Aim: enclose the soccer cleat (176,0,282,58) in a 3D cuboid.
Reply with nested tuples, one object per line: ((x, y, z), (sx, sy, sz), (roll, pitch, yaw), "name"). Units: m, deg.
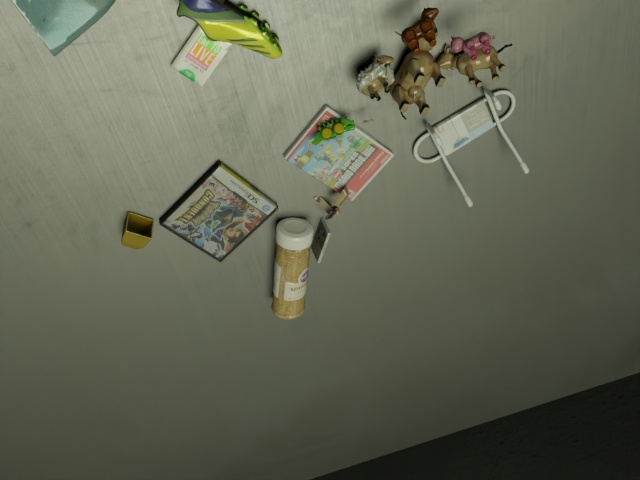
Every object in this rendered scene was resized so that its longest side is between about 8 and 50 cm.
((-0.223, -0.530, 1.521), (0.289, 0.093, 0.121), (25, 123, -37), "soccer cleat")

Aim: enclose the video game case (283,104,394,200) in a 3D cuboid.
((0.059, -0.259, 1.857), (0.285, 0.025, 0.204), (29, 115, -32), "video game case")

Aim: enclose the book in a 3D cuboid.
((-0.308, -0.483, 1.578), (0.096, 0.035, 0.144), (29, 116, -28), "book")

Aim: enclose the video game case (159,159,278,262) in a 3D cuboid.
((-0.311, -0.081, 1.883), (0.275, 0.035, 0.248), (-41, 127, 17), "video game case")

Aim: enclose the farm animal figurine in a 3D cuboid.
((0.301, -0.489, 1.669), (0.330, 0.172, 0.327), (16, 134, -35), "farm animal figurine")

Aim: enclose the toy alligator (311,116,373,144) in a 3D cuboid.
((0.056, -0.331, 1.754), (0.189, 0.056, 0.051), (-22, 89, 1), "toy alligator")

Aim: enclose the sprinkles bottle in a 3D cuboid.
((-0.097, 0.098, 2.028), (0.121, 0.121, 0.355), (-3, 128, -13), "sprinkles bottle")

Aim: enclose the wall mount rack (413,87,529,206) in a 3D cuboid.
((0.480, -0.289, 1.885), (0.350, 0.130, 0.304), (-31, 129, 10), "wall mount rack")

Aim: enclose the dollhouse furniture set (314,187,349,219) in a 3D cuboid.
((0.040, -0.139, 1.937), (0.114, 0.081, 0.091), (-51, 166, 25), "dollhouse furniture set")

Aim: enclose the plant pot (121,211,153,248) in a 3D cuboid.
((-0.558, -0.021, 1.835), (0.081, 0.081, 0.083), (20, 131, -28), "plant pot")

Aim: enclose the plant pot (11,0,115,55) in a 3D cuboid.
((-0.557, -0.588, 1.299), (0.252, 0.247, 0.248), (-37, 130, -8), "plant pot")

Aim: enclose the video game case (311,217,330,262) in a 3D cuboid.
((0.000, 0.000, 2.000), (0.011, 0.087, 0.122), (4, 126, -22), "video game case")
